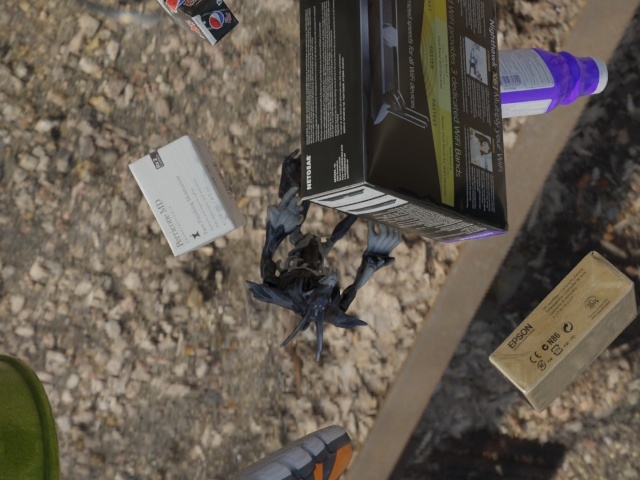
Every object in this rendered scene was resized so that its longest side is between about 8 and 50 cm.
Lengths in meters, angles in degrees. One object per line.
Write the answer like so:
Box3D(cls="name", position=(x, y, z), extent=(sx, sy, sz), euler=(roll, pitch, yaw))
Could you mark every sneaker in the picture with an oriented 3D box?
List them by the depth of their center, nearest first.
Box3D(cls="sneaker", position=(-0.043, 0.311, 0.954), extent=(0.124, 0.321, 0.180), euler=(-35, 88, 41))

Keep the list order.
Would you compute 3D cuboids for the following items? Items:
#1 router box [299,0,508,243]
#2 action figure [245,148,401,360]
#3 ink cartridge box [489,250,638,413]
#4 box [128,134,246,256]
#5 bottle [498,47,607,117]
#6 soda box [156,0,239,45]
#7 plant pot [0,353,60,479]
Box3D(cls="router box", position=(0.087, -0.169, 1.026), extent=(0.081, 0.308, 0.243), euler=(-13, 161, 39))
Box3D(cls="action figure", position=(0.000, 0.000, 1.232), extent=(0.164, 0.275, 0.141), euler=(16, 136, -16))
Box3D(cls="ink cartridge box", position=(0.385, 0.149, 1.600), extent=(0.234, 0.088, 0.193), euler=(-46, 155, -1))
Box3D(cls="box", position=(-0.229, -0.079, 1.794), extent=(0.119, 0.182, 0.181), euler=(-27, 92, 4))
Box3D(cls="bottle", position=(0.357, -0.272, 1.739), extent=(0.283, 0.118, 0.092), euler=(-9, 145, -24))
Box3D(cls="soda box", position=(-0.187, -0.343, 1.504), extent=(0.053, 0.169, 0.060), euler=(-44, 127, -6))
Box3D(cls="plant pot", position=(-0.490, 0.257, 0.939), extent=(0.353, 0.366, 0.366), euler=(19, 118, -40))
